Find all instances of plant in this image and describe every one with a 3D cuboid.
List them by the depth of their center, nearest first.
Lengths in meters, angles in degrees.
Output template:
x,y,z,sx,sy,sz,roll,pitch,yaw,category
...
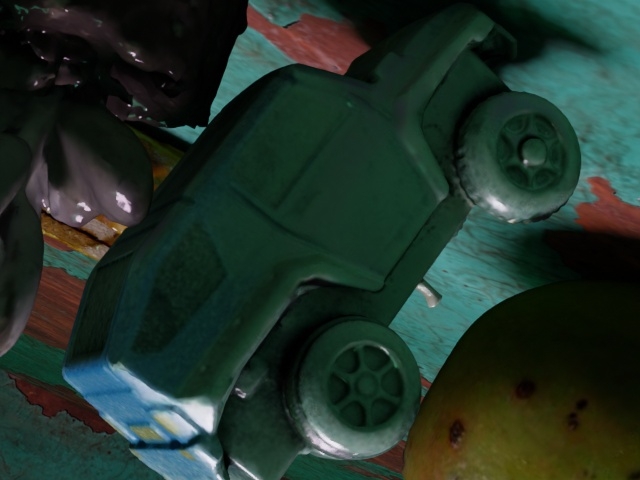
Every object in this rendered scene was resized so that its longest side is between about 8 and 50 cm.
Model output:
x,y,z,sx,sy,sz,roll,pitch,yaw,category
-0.129,-0.070,0.719,0.149,0.274,0.146,16,157,19,plant

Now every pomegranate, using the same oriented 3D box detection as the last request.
x,y,z,sx,sy,sz,roll,pitch,yaw,category
0.229,0.131,1.051,0.310,0.216,0.358,23,-166,-2,pomegranate

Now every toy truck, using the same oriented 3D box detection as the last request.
x,y,z,sx,sy,sz,roll,pitch,yaw,category
0.000,0.000,0.758,0.156,0.279,0.155,41,160,-13,toy truck

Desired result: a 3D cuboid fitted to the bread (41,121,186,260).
x,y,z,sx,sy,sz,roll,pitch,yaw,category
-0.162,-0.033,1.204,0.222,0.096,0.181,29,163,-15,bread
